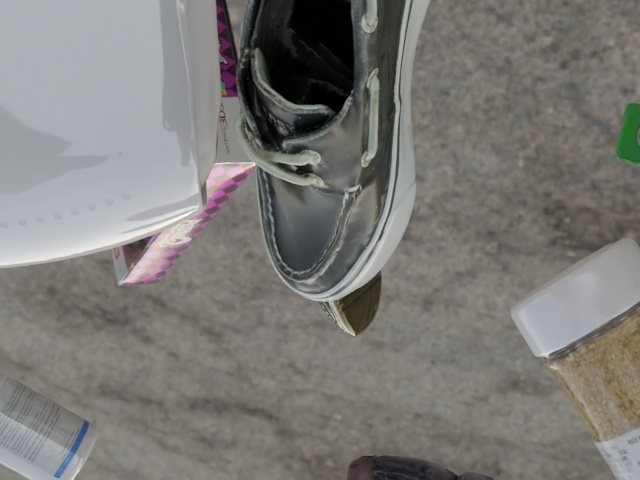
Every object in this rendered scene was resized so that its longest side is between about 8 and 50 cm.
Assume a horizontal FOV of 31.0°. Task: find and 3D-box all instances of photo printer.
[{"bbox_3d":[-0.183,-0.138,0.596,0.256,0.307,0.107,-3,-174,-3],"label":"photo printer"}]

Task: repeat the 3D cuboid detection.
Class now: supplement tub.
[{"bbox_3d":[-0.258,0.170,1.020,0.107,0.071,0.071,33,145,-12],"label":"supplement tub"}]

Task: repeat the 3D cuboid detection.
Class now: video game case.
[{"bbox_3d":[-0.124,-0.102,0.875,0.042,0.210,0.232,-4,160,-27],"label":"video game case"}]

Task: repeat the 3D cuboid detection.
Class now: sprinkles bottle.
[{"bbox_3d":[0.297,0.175,0.945,0.355,0.121,0.121,59,144,6],"label":"sprinkles bottle"}]

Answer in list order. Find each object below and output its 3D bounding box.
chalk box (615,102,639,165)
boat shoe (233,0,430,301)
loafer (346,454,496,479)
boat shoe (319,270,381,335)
[{"bbox_3d":[0.367,-0.076,0.995,0.213,0.132,0.132,8,150,21],"label":"chalk box"},{"bbox_3d":[-0.004,-0.060,0.466,0.078,0.070,0.219,27,129,26],"label":"boat shoe"},{"bbox_3d":[0.025,0.276,0.684,0.095,0.302,0.109,15,170,15],"label":"loafer"},{"bbox_3d":[-0.001,0.000,1.168,0.073,0.080,0.223,12,138,38],"label":"boat shoe"}]
